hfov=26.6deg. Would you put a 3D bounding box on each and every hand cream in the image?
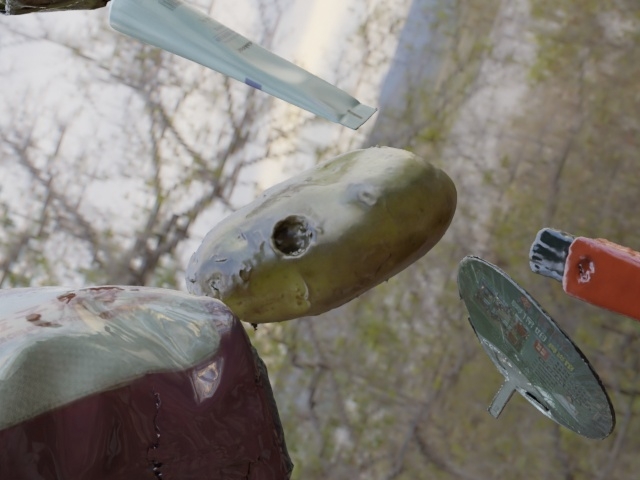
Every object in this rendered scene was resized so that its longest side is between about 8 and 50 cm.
[{"bbox_3d":[-0.090,-0.207,1.511,0.067,0.321,0.109,-67,-7,21],"label":"hand cream"}]

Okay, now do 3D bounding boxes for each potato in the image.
[{"bbox_3d":[0.000,0.000,1.406,0.192,0.296,0.141,34,144,64],"label":"potato"}]

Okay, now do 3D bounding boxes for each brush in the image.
[{"bbox_3d":[0.352,0.056,1.398,0.051,0.323,0.070,-1,-73,-51],"label":"brush"}]

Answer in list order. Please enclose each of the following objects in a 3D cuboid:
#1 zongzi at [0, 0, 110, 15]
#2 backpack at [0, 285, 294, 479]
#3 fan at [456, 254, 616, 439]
[{"bbox_3d":[-0.210,-0.329,0.991,0.288,0.134,0.285,153,105,-77],"label":"zongzi"},{"bbox_3d":[-0.200,0.130,0.779,0.317,0.283,0.197,2,104,60],"label":"backpack"},{"bbox_3d":[0.195,0.109,1.405,0.012,0.223,0.294,-36,11,-18],"label":"fan"}]
